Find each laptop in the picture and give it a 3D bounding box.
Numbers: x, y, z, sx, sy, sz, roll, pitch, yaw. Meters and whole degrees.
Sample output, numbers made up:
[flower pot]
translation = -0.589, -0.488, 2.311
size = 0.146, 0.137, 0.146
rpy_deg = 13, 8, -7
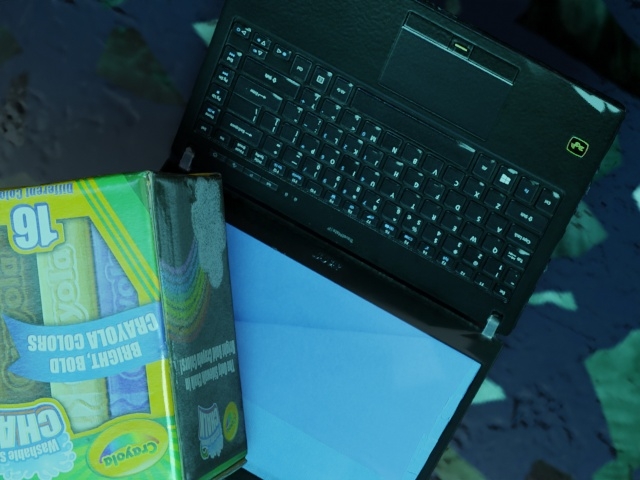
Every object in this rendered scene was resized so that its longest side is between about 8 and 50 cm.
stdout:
[laptop]
translation = 0.000, 0.000, 1.054
size = 0.234, 0.264, 0.136
rpy_deg = 29, 34, 7

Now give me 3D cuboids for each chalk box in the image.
[chalk box]
translation = -0.121, 0.074, 1.007
size = 0.132, 0.132, 0.213
rpy_deg = -5, 90, 13

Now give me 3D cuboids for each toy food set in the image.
[toy food set]
translation = 0.005, 0.074, 1.118
size = 0.082, 0.020, 0.083
rpy_deg = 33, 71, 0
